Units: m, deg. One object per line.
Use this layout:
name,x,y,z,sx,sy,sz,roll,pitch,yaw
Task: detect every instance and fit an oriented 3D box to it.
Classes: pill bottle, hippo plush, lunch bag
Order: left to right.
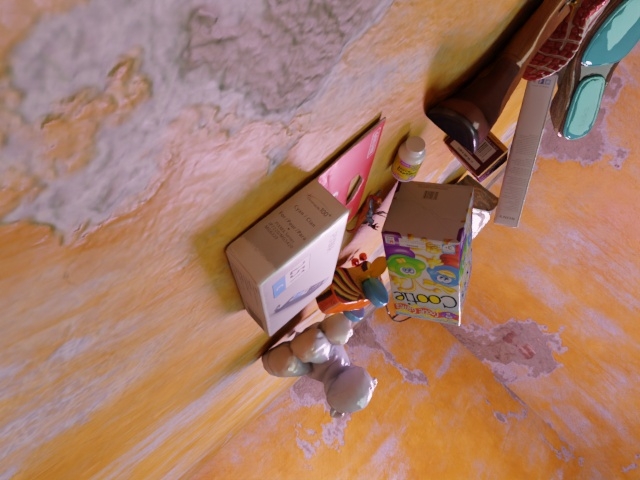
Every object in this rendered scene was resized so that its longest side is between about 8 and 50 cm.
hippo plush,0.005,0.332,1.276,0.235,0.236,0.294,-29,175,-13
pill bottle,0.142,-0.131,0.820,0.043,0.043,0.083,-42,166,-19
lunch bag,0.423,-0.060,1.645,0.287,0.169,0.235,-29,158,-55

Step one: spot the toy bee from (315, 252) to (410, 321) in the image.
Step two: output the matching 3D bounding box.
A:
toy bee,0.082,0.104,1.187,0.195,0.162,0.298,-26,152,11

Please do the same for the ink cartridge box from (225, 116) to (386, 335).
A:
ink cartridge box,0.000,0.000,0.723,0.261,0.066,0.296,-41,167,-16

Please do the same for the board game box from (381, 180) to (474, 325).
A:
board game box,0.221,0.031,1.030,0.275,0.145,0.142,71,34,-48

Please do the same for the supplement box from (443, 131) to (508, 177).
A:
supplement box,0.337,-0.192,1.106,0.081,0.104,0.188,-43,169,16

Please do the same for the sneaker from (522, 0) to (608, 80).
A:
sneaker,0.443,-0.382,0.915,0.225,0.088,0.093,-52,167,26

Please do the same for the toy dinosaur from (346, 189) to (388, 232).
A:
toy dinosaur,0.086,-0.048,0.913,0.090,0.047,0.082,-34,148,-5

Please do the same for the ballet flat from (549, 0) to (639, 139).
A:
ballet flat,0.536,-0.365,1.024,0.116,0.124,0.342,-10,141,-5

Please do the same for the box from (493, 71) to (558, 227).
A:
box,0.450,-0.216,1.126,0.232,0.059,0.321,-46,146,-56

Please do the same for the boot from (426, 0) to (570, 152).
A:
boot,0.293,-0.266,0.775,0.280,0.096,0.264,-51,166,18
